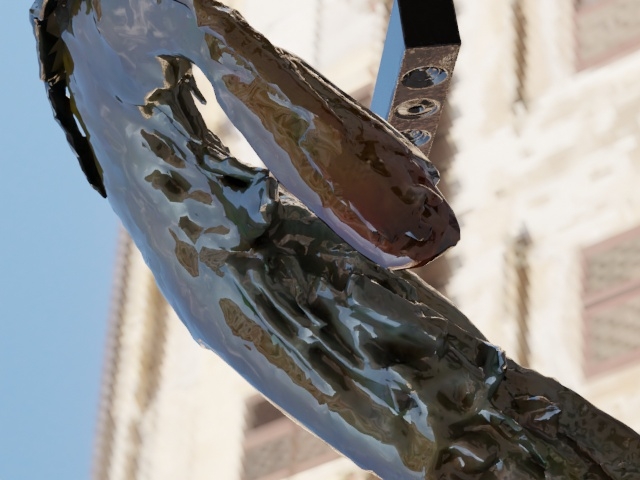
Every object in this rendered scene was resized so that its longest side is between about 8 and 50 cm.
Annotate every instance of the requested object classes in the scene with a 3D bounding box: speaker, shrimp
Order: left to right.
[{"bbox_3d":[0.001,-0.001,0.570,0.058,0.253,0.173,-40,-39,-21],"label":"shrimp"},{"bbox_3d":[0.063,-0.111,1.394,0.040,0.191,0.046,-6,-112,-7],"label":"speaker"}]
